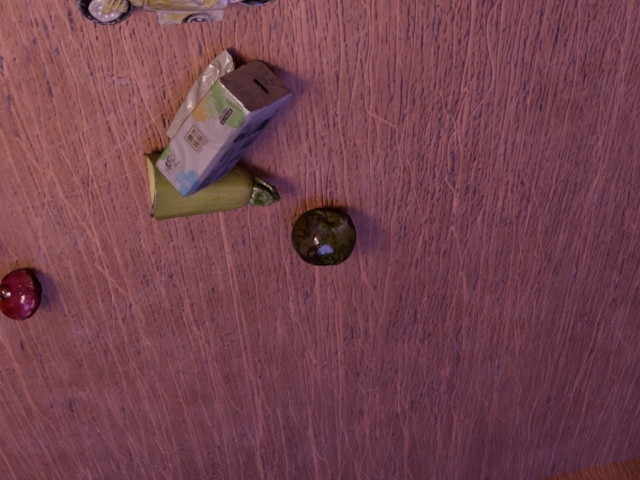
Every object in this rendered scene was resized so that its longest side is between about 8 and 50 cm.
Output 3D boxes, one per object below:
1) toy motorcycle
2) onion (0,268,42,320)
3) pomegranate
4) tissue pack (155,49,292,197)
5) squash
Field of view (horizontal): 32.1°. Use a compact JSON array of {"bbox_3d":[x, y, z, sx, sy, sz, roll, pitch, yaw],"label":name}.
[{"bbox_3d":[-0.226,-0.432,1.741,0.341,0.108,0.223,-5,147,-1],"label":"toy motorcycle"},{"bbox_3d":[-0.616,0.110,2.268,0.097,0.107,0.107,11,135,-43],"label":"onion"},{"bbox_3d":[-0.001,-0.011,2.335,0.138,0.163,0.125,-14,104,-25],"label":"pomegranate"},{"bbox_3d":[-0.191,-0.218,1.993,0.229,0.145,0.159,-48,174,34],"label":"tissue pack"},{"bbox_3d":[-0.218,-0.106,2.152,0.287,0.137,0.137,-3,141,-34],"label":"squash"}]
